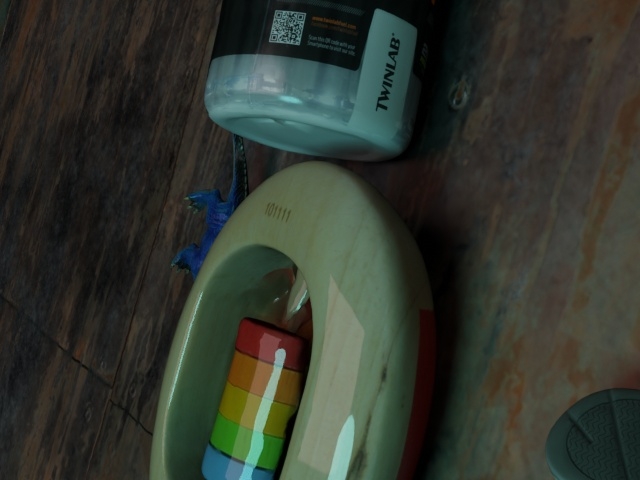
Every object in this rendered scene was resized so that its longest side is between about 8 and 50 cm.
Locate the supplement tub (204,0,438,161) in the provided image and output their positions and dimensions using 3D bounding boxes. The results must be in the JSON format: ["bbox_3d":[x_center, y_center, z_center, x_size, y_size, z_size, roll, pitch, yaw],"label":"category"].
[{"bbox_3d":[0.016,-0.261,0.813,0.207,0.207,0.338,7,85,51],"label":"supplement tub"}]

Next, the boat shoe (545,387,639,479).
[{"bbox_3d":[0.274,0.185,0.462,0.118,0.103,0.320,-44,36,-24],"label":"boat shoe"}]

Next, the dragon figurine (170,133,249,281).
[{"bbox_3d":[-0.097,-0.001,0.965,0.144,0.085,0.289,29,102,50],"label":"dragon figurine"}]

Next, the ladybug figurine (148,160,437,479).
[{"bbox_3d":[-0.021,0.156,0.764,0.305,0.162,0.449,21,95,50],"label":"ladybug figurine"}]
